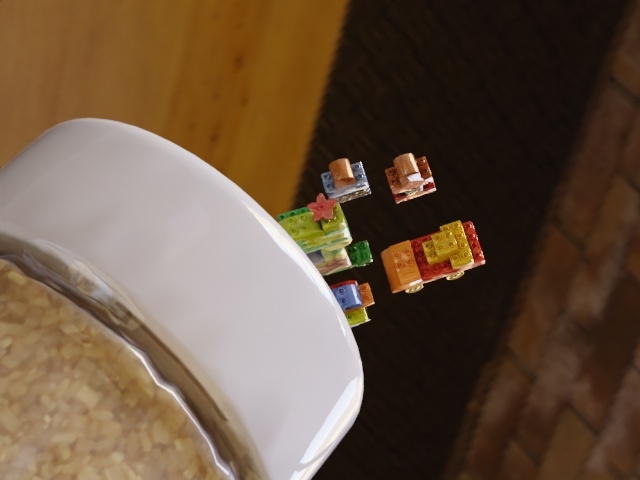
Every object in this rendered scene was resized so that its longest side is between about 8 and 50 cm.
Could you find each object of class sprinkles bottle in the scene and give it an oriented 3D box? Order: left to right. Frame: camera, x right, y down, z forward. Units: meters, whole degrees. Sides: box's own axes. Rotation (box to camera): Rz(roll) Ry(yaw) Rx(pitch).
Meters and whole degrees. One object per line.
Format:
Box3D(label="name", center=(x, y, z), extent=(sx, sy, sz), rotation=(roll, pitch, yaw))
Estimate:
Box3D(label="sprinkles bottle", center=(-0.139, 0.122, 0.448), extent=(0.355, 0.121, 0.121), rotation=(-47, 150, -28))

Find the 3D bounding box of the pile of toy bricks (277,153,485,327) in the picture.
Box3D(label="pile of toy bricks", center=(0.000, 0.000, 1.329), extent=(0.212, 0.118, 0.105), rotation=(-19, 159, 2))
